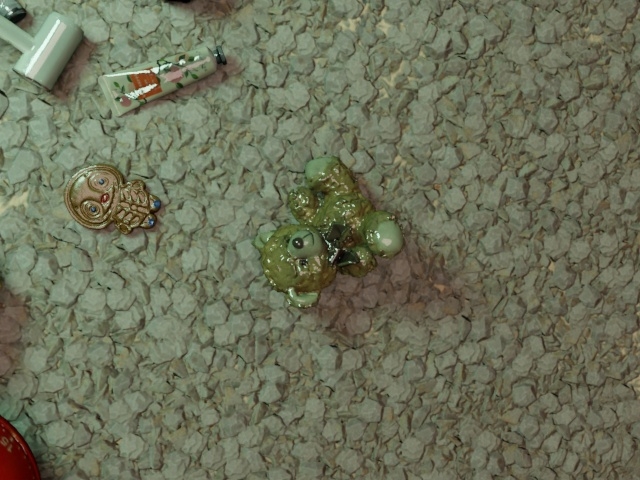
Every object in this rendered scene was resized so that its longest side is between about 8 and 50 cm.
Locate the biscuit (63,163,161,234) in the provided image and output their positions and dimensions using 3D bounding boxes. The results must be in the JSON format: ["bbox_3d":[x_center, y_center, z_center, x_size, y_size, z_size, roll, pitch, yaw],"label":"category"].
[{"bbox_3d":[-0.387,-0.075,1.376,0.175,0.026,0.124,15,91,-11],"label":"biscuit"}]

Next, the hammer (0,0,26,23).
[{"bbox_3d":[-0.730,-0.341,1.285,0.427,0.044,0.152,-38,99,-6],"label":"hammer"}]

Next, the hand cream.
[{"bbox_3d":[-0.290,-0.307,1.375,0.234,0.050,0.080,-22,101,-3],"label":"hand cream"}]

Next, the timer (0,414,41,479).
[{"bbox_3d":[-0.663,0.445,1.226,0.378,0.279,0.377,-1,95,-9],"label":"timer"}]

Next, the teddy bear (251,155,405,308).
[{"bbox_3d":[0.000,0.000,1.393,0.256,0.156,0.267,-33,59,-8],"label":"teddy bear"}]

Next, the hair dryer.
[{"bbox_3d":[-0.540,-0.374,1.270,0.236,0.073,0.131,32,86,-35],"label":"hair dryer"}]

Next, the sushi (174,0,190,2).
[{"bbox_3d":[-0.258,-0.547,1.323,0.124,0.127,0.225,-1,92,-11],"label":"sushi"}]
